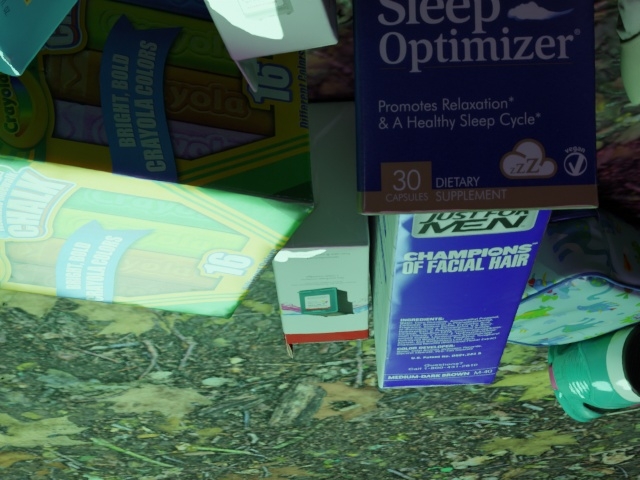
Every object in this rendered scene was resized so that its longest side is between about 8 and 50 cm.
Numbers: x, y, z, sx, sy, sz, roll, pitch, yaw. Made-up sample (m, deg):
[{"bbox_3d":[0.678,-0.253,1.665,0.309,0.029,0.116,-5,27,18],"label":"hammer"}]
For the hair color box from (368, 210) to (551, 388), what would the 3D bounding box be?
[{"bbox_3d":[0.092,-0.032,0.870,0.110,0.185,0.339,-4,153,1],"label":"hair color box"}]

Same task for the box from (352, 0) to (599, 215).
[{"bbox_3d":[0.086,-0.128,0.656,0.136,0.225,0.036,-2,-177,-2],"label":"box"}]

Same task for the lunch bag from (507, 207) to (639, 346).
[{"bbox_3d":[0.225,0.041,1.102,0.176,0.090,0.219,-27,155,34],"label":"lunch bag"}]

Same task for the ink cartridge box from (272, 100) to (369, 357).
[{"bbox_3d":[0.000,0.000,0.977,0.078,0.134,0.231,-3,153,1],"label":"ink cartridge box"}]

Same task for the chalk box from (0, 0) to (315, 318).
[{"bbox_3d":[-0.170,-0.076,0.764,0.289,0.179,0.180,7,151,-20],"label":"chalk box"}]

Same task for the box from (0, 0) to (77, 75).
[{"bbox_3d":[-0.095,-0.194,0.479,0.060,0.244,0.100,24,157,16],"label":"box"}]

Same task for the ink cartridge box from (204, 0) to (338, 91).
[{"bbox_3d":[-0.036,-0.183,0.641,0.067,0.115,0.198,-8,153,9],"label":"ink cartridge box"}]

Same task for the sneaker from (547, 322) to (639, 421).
[{"bbox_3d":[0.360,0.135,1.294,0.296,0.123,0.178,0,172,-40],"label":"sneaker"}]

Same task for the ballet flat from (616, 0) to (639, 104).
[{"bbox_3d":[0.239,-0.180,0.731,0.086,0.086,0.248,6,150,-17],"label":"ballet flat"}]
